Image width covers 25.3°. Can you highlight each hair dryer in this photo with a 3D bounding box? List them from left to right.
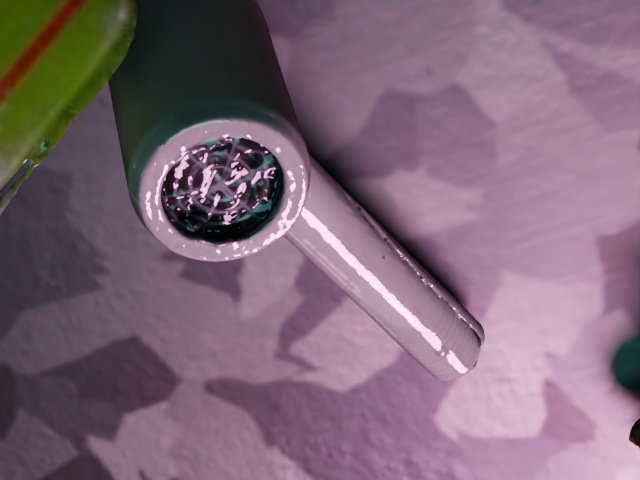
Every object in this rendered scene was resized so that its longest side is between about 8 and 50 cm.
[{"bbox_3d":[0.000,0.000,0.615,0.073,0.131,0.236,-35,124,11],"label":"hair dryer"}]

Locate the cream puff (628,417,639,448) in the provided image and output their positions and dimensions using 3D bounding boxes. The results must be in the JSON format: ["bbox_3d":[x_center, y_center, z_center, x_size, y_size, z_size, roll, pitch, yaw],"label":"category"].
[{"bbox_3d":[0.209,0.094,0.667,0.116,0.094,0.122,10,110,-8],"label":"cream puff"}]

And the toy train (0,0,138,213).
[{"bbox_3d":[-0.239,-0.083,0.509,0.307,0.173,0.249,40,82,-17],"label":"toy train"}]
